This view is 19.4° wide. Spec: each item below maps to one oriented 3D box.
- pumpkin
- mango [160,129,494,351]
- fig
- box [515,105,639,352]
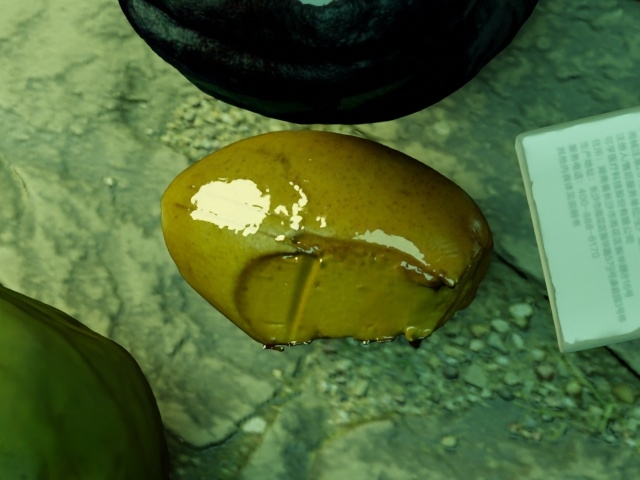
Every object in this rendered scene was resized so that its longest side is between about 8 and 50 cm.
[{"bbox_3d":[0.021,-0.255,1.218,0.266,0.363,0.363,22,93,22],"label":"pumpkin"},{"bbox_3d":[0.000,0.000,1.334,0.252,0.126,0.154,13,102,21],"label":"mango"},{"bbox_3d":[-0.286,0.164,1.289,0.343,0.343,0.343,-1,88,14],"label":"fig"},{"bbox_3d":[0.317,-0.033,1.201,0.341,0.225,0.143,-14,87,14],"label":"box"}]
